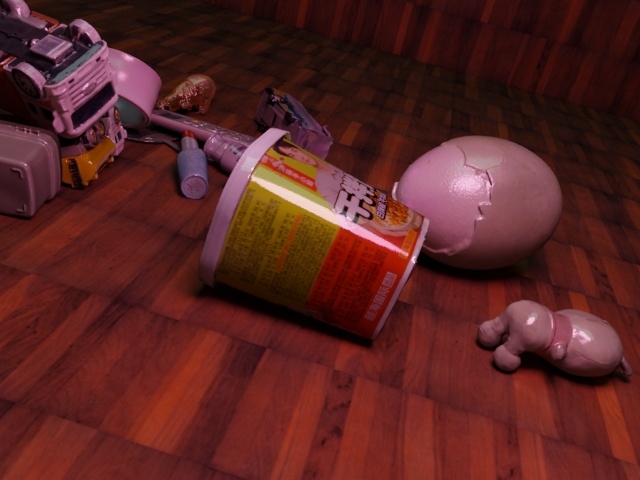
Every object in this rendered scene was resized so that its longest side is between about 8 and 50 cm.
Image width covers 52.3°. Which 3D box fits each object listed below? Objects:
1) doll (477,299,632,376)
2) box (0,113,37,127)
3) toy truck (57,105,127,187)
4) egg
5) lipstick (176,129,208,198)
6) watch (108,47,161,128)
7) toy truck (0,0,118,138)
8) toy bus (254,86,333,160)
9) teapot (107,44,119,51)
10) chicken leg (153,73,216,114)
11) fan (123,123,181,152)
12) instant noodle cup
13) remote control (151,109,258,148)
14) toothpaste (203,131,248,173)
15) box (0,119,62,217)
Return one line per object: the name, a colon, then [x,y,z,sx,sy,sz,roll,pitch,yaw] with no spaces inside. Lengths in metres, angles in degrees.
doll: [0.413,0.166,1.105,0.275,0.113,0.155,8,25,-10]
box: [-0.706,-0.209,1.323,0.237,0.070,0.152,4,29,-22]
toy truck: [-0.483,-0.199,1.363,0.098,0.114,0.227,-7,27,6]
egg: [0.307,-0.076,1.329,0.336,0.278,0.278,-3,32,-26]
lipstick: [-0.291,-0.184,1.471,0.068,0.061,0.274,-15,34,-5]
watch: [-0.500,-0.339,1.487,0.232,0.196,0.244,12,-15,13]
toy truck: [-0.578,-0.336,1.265,0.388,0.206,0.173,25,58,20]
toy bus: [-0.076,-0.310,1.775,0.138,0.112,0.317,10,27,-30]
teapot: [-0.594,-0.460,1.796,0.178,0.135,0.252,38,-7,-32]
chicken leg: [-0.374,-0.387,1.794,0.085,0.101,0.207,25,45,26]
fan: [-0.408,-0.276,1.650,0.295,0.012,0.223,18,27,6]
instant noodle cup: [0.000,0.000,1.087,0.308,0.293,0.294,24,28,4]
remote control: [-0.279,-0.259,1.627,0.313,0.055,0.109,19,18,8]
toothpaste: [-0.133,-0.149,1.492,0.299,0.073,0.114,32,32,15]
box: [-0.581,-0.135,1.165,0.210,0.147,0.129,11,36,-2]
